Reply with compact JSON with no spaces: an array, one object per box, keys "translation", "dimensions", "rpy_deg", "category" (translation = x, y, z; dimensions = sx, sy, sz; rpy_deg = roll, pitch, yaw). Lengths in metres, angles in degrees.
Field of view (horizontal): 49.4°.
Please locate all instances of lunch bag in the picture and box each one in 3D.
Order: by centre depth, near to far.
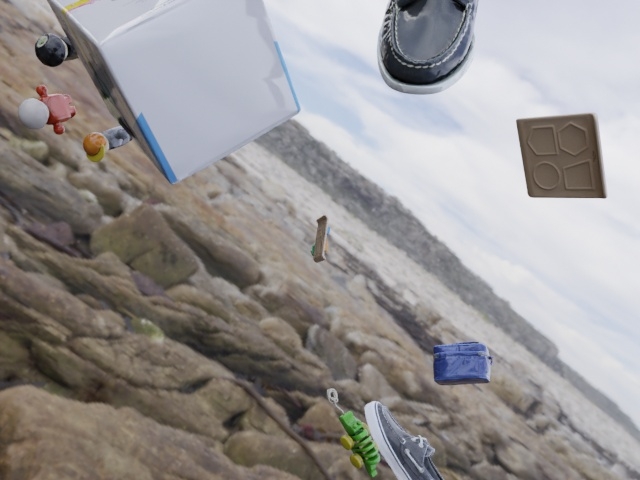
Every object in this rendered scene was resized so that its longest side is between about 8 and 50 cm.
[{"translation":[0.231,0.196,1.124],"dimensions":[0.098,0.065,0.067],"rpy_deg":[-7,-21,16],"category":"lunch bag"}]

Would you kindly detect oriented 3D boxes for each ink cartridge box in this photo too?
[{"translation":[-0.195,-0.246,0.903],"dimensions":[0.270,0.197,0.198],"rpy_deg":[43,-20,47],"category":"ink cartridge box"}]

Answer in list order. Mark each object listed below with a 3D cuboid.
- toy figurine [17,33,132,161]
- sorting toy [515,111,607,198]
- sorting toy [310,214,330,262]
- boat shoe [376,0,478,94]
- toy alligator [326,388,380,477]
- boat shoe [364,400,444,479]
[{"translation":[-0.455,-0.278,1.344],"dimensions":[0.209,0.213,0.148],"rpy_deg":[31,22,2],"category":"toy figurine"},{"translation":[0.542,-0.188,1.560],"dimensions":[0.208,0.038,0.193],"rpy_deg":[7,-63,51],"category":"sorting toy"},{"translation":[0.000,0.000,0.974],"dimensions":[0.012,0.062,0.083],"rpy_deg":[5,-8,-12],"category":"sorting toy"},{"translation":[0.127,-0.284,0.774],"dimensions":[0.114,0.302,0.091],"rpy_deg":[6,-38,9],"category":"boat shoe"},{"translation":[0.070,0.367,1.326],"dimensions":[0.051,0.056,0.189],"rpy_deg":[-25,-88,55],"category":"toy alligator"},{"translation":[0.210,0.488,1.578],"dimensions":[0.301,0.102,0.108],"rpy_deg":[60,16,20],"category":"boat shoe"}]
